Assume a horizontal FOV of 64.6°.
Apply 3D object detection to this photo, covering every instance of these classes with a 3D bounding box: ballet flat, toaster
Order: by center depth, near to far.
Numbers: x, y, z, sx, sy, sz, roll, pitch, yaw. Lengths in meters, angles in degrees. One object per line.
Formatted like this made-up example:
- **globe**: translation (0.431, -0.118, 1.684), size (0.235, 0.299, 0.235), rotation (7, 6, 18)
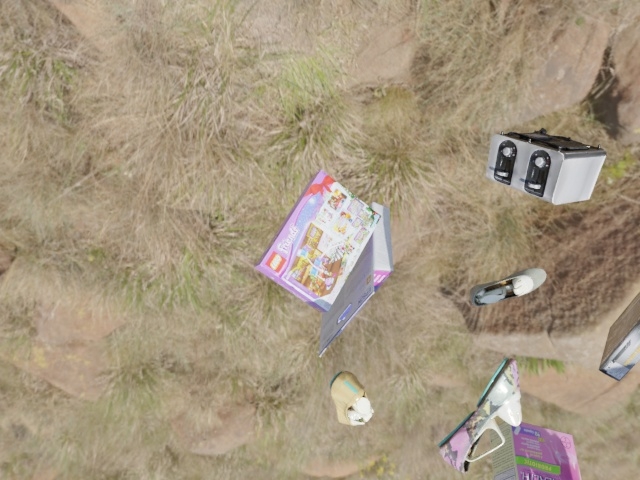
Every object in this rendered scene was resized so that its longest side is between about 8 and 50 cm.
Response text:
- **ballet flat**: translation (0.288, 0.305, 0.860), size (0.077, 0.079, 0.221), rotation (11, 114, -54)
- **toaster**: translation (0.454, -0.155, 1.020), size (0.185, 0.168, 0.110), rotation (-10, 119, -33)
- **ballet flat**: translation (0.071, 0.342, 1.036), size (0.080, 0.073, 0.232), rotation (-49, 148, -18)
- **ballet flat**: translation (0.517, 0.136, 1.391), size (0.213, 0.068, 0.072), rotation (-19, 106, 18)

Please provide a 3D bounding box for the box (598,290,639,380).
- **box**: translation (0.789, 0.213, 1.257), size (0.056, 0.183, 0.231), rotation (30, 134, 20)

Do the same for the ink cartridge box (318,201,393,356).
- **ink cartridge box**: translation (0.096, 0.114, 1.397), size (0.071, 0.330, 0.324), rotation (19, 134, -15)

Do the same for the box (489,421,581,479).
- **box**: translation (0.622, 0.672, 1.457), size (0.213, 0.243, 0.117), rotation (17, 139, -9)

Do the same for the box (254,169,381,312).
- **box**: translation (0.000, 0.000, 1.244), size (0.201, 0.293, 0.057), rotation (37, 159, -13)
